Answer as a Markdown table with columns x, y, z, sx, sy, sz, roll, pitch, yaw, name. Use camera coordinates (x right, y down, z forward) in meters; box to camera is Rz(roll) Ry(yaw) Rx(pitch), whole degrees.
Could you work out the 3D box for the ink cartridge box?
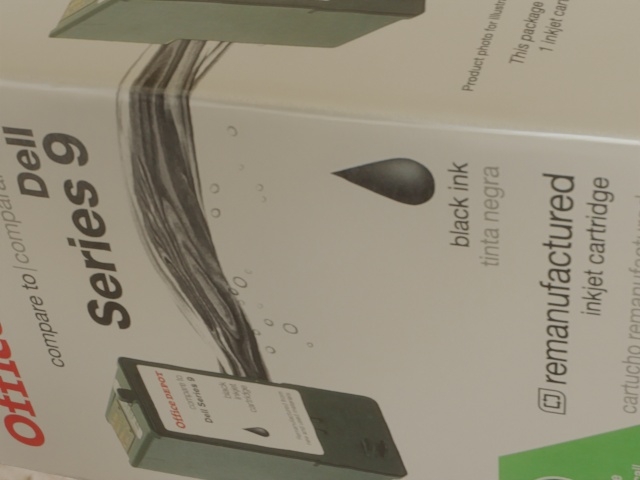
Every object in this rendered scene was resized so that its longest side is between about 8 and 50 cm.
| x | y | z | sx | sy | sz | roll | pitch | yaw | name |
| --- | --- | --- | --- | --- | --- | --- | --- | --- | --- |
| 0.000 | 0.000 | 0.477 | 0.289 | 0.211 | 0.121 | 7 | 43 | 17 | ink cartridge box |
